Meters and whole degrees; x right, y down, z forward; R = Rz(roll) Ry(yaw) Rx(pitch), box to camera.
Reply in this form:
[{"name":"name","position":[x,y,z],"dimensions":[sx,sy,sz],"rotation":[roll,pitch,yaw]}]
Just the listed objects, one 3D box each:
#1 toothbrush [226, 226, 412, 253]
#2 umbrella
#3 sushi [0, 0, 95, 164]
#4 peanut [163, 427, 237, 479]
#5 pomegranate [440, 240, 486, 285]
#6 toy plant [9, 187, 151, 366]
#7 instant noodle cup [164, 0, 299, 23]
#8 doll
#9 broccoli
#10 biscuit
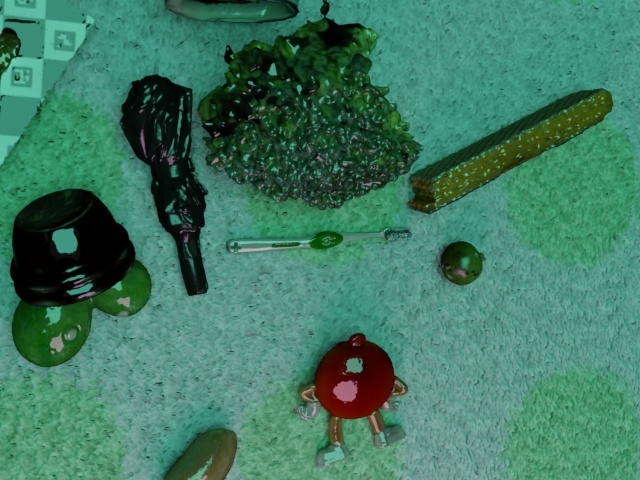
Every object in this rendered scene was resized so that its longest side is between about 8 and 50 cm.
[{"name":"toothbrush","position":[-0.001,-0.001,1.676],"dimensions":[0.304,0.030,0.030],"rotation":[-4,92,-13]},{"name":"umbrella","position":[-0.221,-0.080,1.581],"dimensions":[0.118,0.118,0.340],"rotation":[-14,104,-15]},{"name":"sushi","position":[-0.526,-0.270,1.503],"dimensions":[0.294,0.059,0.292],"rotation":[31,84,-14]},{"name":"peanut","position":[-0.183,0.351,1.606],"dimensions":[0.076,0.076,0.152],"rotation":[43,75,-12]},{"name":"pomegranate","position":[0.234,0.032,1.724],"dimensions":[0.073,0.073,0.084],"rotation":[45,44,-12]},{"name":"toy plant","position":[-0.357,0.056,1.511],"dimensions":[0.218,0.175,0.235],"rotation":[-25,123,-20]},{"name":"instant noodle cup","position":[-0.118,-0.483,1.500],"dimensions":[0.284,0.284,0.312],"rotation":[2,90,-16]},{"name":"doll","position":[0.048,0.243,1.667],"dimensions":[0.183,0.085,0.217],"rotation":[-14,112,-13]},{"name":"broccoli","position":[0.003,-0.214,1.561],"dimensions":[0.348,0.293,0.281],"rotation":[11,50,-26]},{"name":"biscuit","position":[0.310,-0.153,1.725],"dimensions":[0.379,0.094,0.054],"rotation":[-27,104,-13]}]
